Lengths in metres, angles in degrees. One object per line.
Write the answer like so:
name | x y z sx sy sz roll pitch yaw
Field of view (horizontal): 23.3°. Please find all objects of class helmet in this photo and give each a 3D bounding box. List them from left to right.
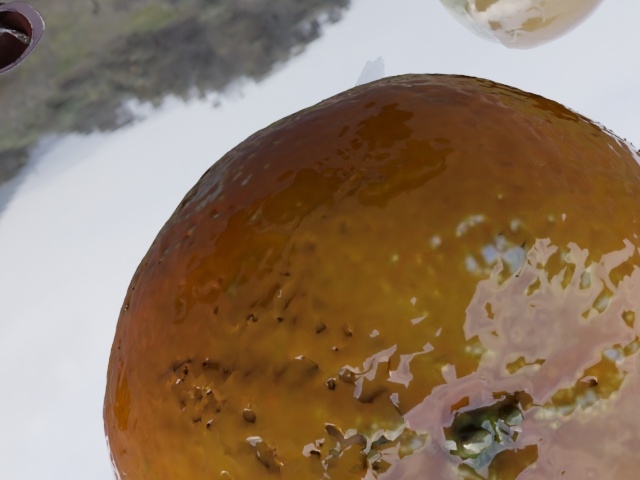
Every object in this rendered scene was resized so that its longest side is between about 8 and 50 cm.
helmet | -0.392 -0.254 1.865 0.111 0.089 0.057 -38 -133 -2

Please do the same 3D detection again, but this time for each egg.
egg | 0.234 -0.321 1.732 0.244 0.201 0.201 -19 -167 48

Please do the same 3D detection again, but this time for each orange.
orange | 0.073 0.095 1.006 0.424 0.424 0.326 -31 -178 -8

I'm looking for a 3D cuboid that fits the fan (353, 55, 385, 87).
fan | 0.001 0.000 1.622 0.233 0.012 0.415 59 50 -74
